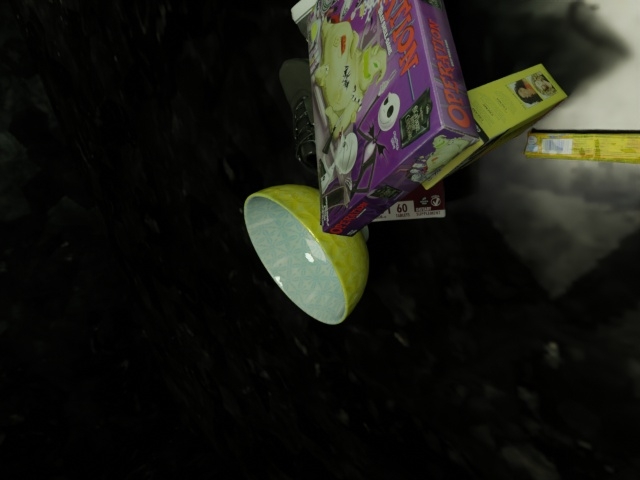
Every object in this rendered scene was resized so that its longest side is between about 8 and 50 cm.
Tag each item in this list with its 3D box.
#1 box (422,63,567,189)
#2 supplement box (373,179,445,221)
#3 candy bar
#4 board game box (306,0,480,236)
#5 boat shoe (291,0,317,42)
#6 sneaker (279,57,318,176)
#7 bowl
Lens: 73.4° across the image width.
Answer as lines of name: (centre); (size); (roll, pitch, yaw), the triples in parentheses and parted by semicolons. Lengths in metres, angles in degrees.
box: (0.191, -0.136, 0.490); (0.058, 0.232, 0.087); (54, 141, 7)
supplement box: (0.117, -0.153, 0.652); (0.130, 0.073, 0.239); (-4, 113, 17)
candy bar: (0.329, -0.115, 0.523); (0.161, 0.018, 0.040); (15, 119, 43)
board game box: (0.054, -0.202, 0.486); (0.208, 0.056, 0.347); (-37, 50, 50)
boat shoe: (0.040, -0.360, 0.649); (0.228, 0.080, 0.076); (-3, 119, 49)
sneaker: (0.002, -0.195, 0.750); (0.286, 0.130, 0.109); (57, 144, 7)
bowl: (0.000, 0.000, 0.834); (0.289, 0.156, 0.289); (39, 150, 28)
